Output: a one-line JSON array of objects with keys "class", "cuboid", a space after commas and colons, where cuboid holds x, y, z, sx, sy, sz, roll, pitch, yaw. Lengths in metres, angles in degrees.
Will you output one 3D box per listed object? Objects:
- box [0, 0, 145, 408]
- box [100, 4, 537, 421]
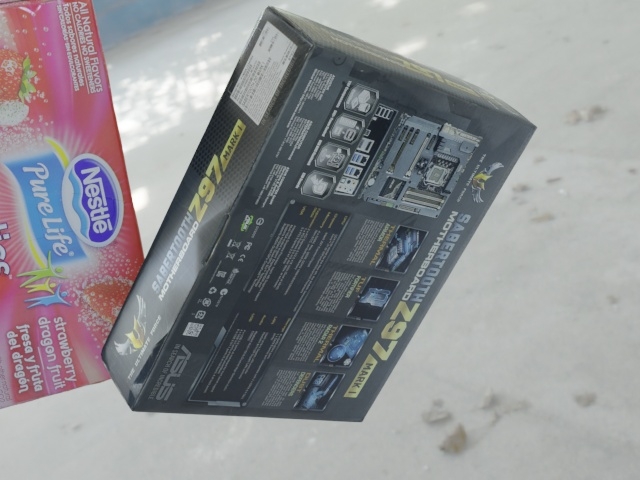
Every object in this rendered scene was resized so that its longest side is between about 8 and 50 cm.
[{"class": "box", "cuboid": [-0.195, -0.035, 0.669, 0.123, 0.256, 0.128, -13, 20, -16]}, {"class": "box", "cuboid": [0.000, 0.000, 0.585, 0.183, 0.232, 0.059, 11, 25, -40]}]
